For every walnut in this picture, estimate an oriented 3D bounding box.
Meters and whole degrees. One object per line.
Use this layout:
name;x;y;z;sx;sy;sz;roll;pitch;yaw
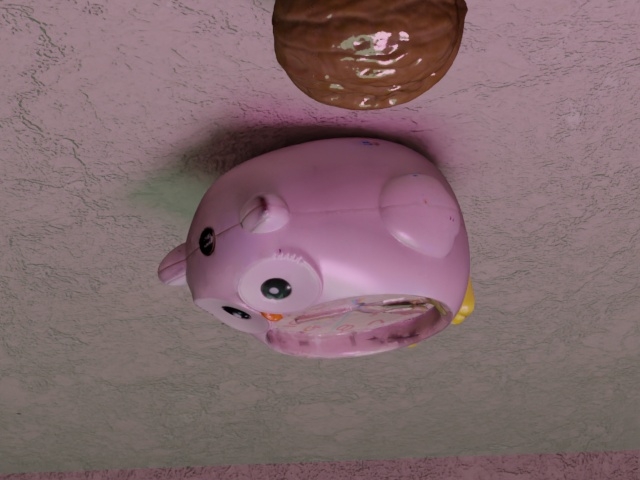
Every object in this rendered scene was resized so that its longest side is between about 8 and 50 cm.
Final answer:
walnut;0.053;-0.240;1.665;0.213;0.213;0.213;-2;154;-1

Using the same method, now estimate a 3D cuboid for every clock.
clock;0.000;0.000;2.083;0.377;0.250;0.368;9;154;-37
